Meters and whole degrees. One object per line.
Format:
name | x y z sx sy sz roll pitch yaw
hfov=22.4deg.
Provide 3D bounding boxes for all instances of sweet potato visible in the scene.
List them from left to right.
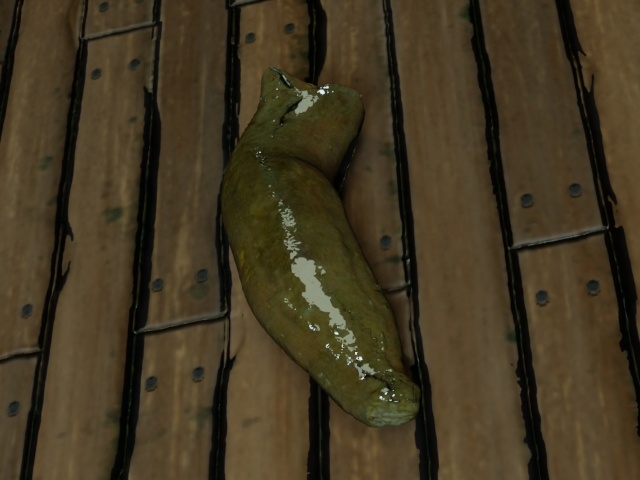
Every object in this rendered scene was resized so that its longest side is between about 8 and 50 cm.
sweet potato | -0.001 -0.005 1.006 0.112 0.085 0.285 -17 45 -1
